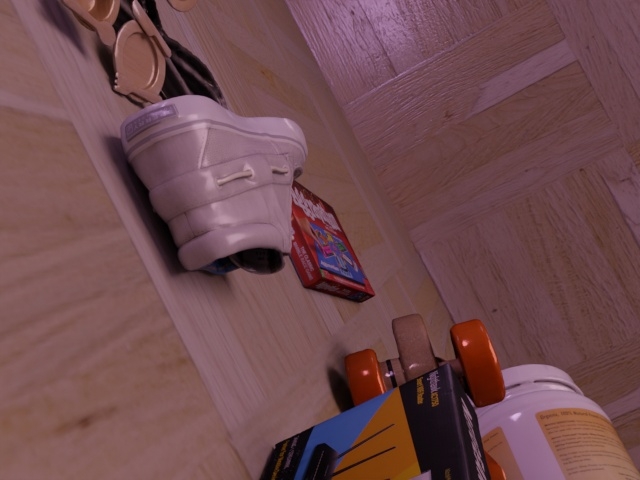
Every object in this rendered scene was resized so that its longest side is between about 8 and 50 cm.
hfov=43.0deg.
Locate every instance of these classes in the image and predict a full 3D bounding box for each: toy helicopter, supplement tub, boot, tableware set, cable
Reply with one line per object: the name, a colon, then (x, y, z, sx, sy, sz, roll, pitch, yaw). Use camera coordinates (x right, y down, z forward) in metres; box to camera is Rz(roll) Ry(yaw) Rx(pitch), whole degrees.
toy helicopter: (0.136, 0.250, 0.850, 0.235, 0.140, 0.355, 49, 24, -85)
supplement tub: (0.306, 0.341, 1.057, 0.228, 0.228, 0.316, 54, 13, -38)
boot: (-0.061, -0.030, 0.641, 0.124, 0.095, 0.258, 69, 19, 5)
tableware set: (-0.141, -0.195, 0.614, 0.141, 0.020, 0.169, 45, 51, -58)
cable: (-0.142, -0.192, 0.670, 0.287, 0.072, 0.140, 56, 17, -33)

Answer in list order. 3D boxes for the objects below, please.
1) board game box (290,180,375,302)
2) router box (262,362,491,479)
board game box: (0.000, 0.000, 1.006, 0.145, 0.027, 0.281, 63, 10, 14)
router box: (0.027, 0.141, 0.453, 0.046, 0.133, 0.179, 62, 9, -7)
